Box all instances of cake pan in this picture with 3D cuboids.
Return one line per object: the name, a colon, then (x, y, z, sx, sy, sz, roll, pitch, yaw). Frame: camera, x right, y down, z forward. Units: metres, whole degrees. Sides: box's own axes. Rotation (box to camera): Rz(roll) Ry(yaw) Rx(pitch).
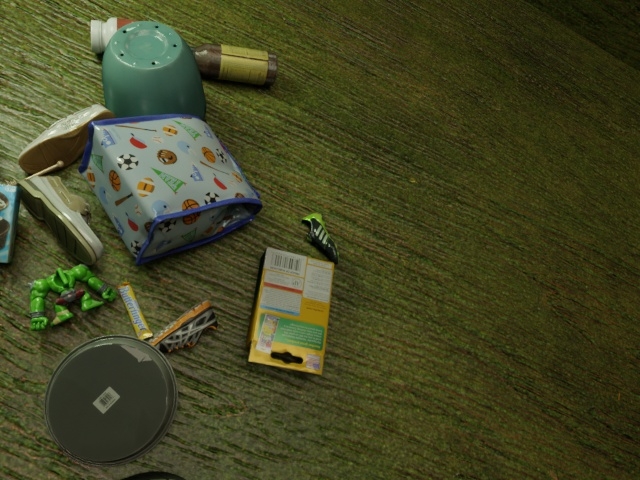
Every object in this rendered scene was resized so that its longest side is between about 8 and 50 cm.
cake pan: (-0.475, 0.361, 1.189, 0.293, 0.054, 0.293, 2, 77, -11)

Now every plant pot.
plant pot: (-0.473, -0.460, 1.478, 0.292, 0.235, 0.293, 4, 62, -8)

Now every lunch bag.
lunch bag: (-0.376, -0.153, 1.395, 0.385, 0.239, 0.328, -25, 75, -45)

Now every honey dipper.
honey dipper: (-0.748, -0.166, 1.374, 0.160, 0.030, 0.030, -31, 80, -22)

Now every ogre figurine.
ogre figurine: (-0.607, 0.128, 1.266, 0.197, 0.097, 0.118, -25, 88, -17)

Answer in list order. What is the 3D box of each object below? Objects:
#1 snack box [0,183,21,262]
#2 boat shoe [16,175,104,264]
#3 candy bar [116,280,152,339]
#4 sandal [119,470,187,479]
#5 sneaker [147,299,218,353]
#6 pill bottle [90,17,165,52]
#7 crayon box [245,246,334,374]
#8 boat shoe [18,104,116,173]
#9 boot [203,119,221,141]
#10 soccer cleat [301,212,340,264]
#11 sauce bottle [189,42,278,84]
snack box: (-0.892, -0.055, 1.226, 0.321, 0.060, 0.187, 6, 87, -18)
boat shoe: (-0.630, -0.066, 1.319, 0.302, 0.113, 0.103, 42, 47, 15)
candy bar: (-0.473, 0.178, 1.331, 0.040, 0.018, 0.162, -26, 76, -8)
sandal: (-0.422, 0.577, 1.131, 0.302, 0.120, 0.086, -6, 96, -21)
sneaker: (-0.350, 0.239, 1.320, 0.214, 0.084, 0.083, -36, 100, -24)
pill bottle: (-0.581, -0.609, 1.602, 0.216, 0.121, 0.121, -1, 67, -21)
crayon box: (-0.083, 0.197, 1.435, 0.203, 0.083, 0.323, 14, 61, -14)
boat shoe: (-0.695, -0.280, 1.432, 0.277, 0.098, 0.096, -38, 57, -23)
boot: (-0.369, -0.305, 1.588, 0.121, 0.045, 0.099, -28, 84, -27)
soccer cleat: (0.000, 0.000, 1.578, 0.072, 0.060, 0.179, -19, 68, -17)
sauce bottle: (-0.314, -0.576, 1.693, 0.344, 0.111, 0.112, 4, 65, -19)
